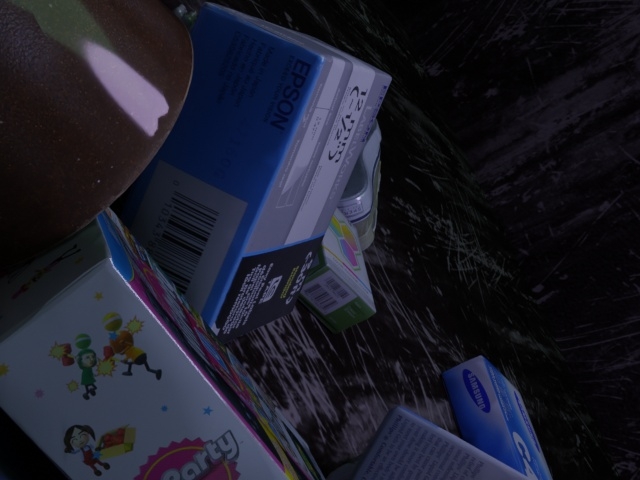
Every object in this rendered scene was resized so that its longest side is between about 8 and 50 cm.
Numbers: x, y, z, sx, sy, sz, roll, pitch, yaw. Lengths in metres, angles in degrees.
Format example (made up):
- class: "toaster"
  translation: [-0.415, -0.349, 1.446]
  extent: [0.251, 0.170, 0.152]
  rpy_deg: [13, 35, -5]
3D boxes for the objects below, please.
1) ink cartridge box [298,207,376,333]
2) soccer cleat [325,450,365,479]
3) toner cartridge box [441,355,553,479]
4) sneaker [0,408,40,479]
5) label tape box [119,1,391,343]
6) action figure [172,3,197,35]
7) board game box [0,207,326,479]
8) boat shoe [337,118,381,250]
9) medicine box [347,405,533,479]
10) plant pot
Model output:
- class: "ink cartridge box"
  translation: [0.000, 0.000, 1.299]
  extent: [0.109, 0.062, 0.209]
  rpy_deg: [46, 22, -39]
- class: "soccer cleat"
  translation: [0.050, 0.246, 1.073]
  extent: [0.076, 0.068, 0.196]
  rpy_deg: [24, 8, 35]
- class: "toner cartridge box"
  translation: [0.288, 0.355, 1.550]
  extent: [0.165, 0.075, 0.347]
  rpy_deg: [44, 24, -48]
- class: "sneaker"
  translation: [-0.133, 0.191, 0.468]
  extent: [0.131, 0.148, 0.350]
  rpy_deg: [45, 23, -43]
- class: "label tape box"
  translation: [-0.040, -0.057, 0.944]
  extent: [0.115, 0.249, 0.348]
  rpy_deg: [26, 11, 15]
- class: "action figure"
  translation: [-0.178, -0.144, 0.856]
  extent: [0.164, 0.140, 0.276]
  rpy_deg: [27, 7, 14]
- class: "board game box"
  translation: [-0.093, 0.115, 0.680]
  extent: [0.303, 0.097, 0.224]
  rpy_deg: [53, -3, -25]
- class: "boat shoe"
  translation: [0.035, -0.093, 1.525]
  extent: [0.302, 0.109, 0.094]
  rpy_deg: [-82, 164, -57]
- class: "medicine box"
  translation: [0.191, 0.307, 0.971]
  extent: [0.289, 0.149, 0.263]
  rpy_deg: [25, -10, 35]
- class: "plant pot"
  translation: [-0.221, -0.133, 0.575]
  extent: [0.230, 0.215, 0.215]
  rpy_deg: [52, 19, -43]
